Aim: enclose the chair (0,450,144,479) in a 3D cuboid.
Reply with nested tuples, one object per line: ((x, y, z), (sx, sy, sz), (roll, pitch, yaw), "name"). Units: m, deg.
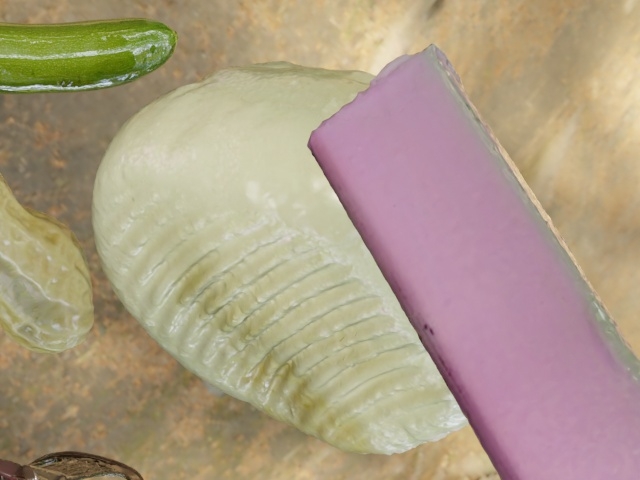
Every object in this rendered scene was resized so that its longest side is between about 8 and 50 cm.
((-0.357, 0.357, 1.477), (0.326, 0.175, 0.183), (40, 62, -72), "chair")

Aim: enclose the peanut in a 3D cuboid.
((-0.250, 0.006, 0.946), (0.093, 0.194, 0.083), (-34, -168, 4), "peanut")

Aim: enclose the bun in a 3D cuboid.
((0.000, 0.000, 0.963), (0.219, 0.365, 0.365), (-55, 159, -36), "bun")

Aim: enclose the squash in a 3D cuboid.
((-0.252, -0.167, 1.069), (0.258, 0.069, 0.069), (-6, 134, -26), "squash")

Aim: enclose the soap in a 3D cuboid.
((0.105, 0.054, 0.551), (0.081, 0.259, 0.181), (-34, 156, 9), "soap")
